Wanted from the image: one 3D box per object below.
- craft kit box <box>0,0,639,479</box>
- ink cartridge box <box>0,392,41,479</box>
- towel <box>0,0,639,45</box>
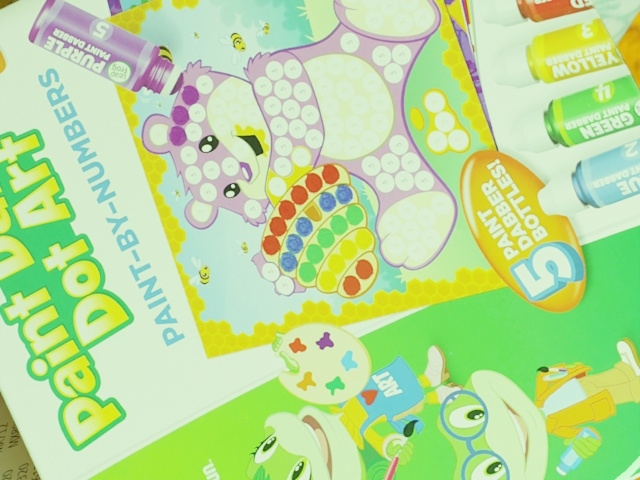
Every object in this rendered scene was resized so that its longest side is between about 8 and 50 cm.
[{"bbox_3d":[0.000,0.000,0.632,0.247,0.061,0.250,-28,81,3],"label":"craft kit box"},{"bbox_3d":[-0.055,0.200,0.810,0.272,0.130,0.309,-23,122,15],"label":"ink cartridge box"},{"bbox_3d":[0.031,-0.176,0.713,0.321,0.090,0.374,-5,143,-32],"label":"towel"}]
